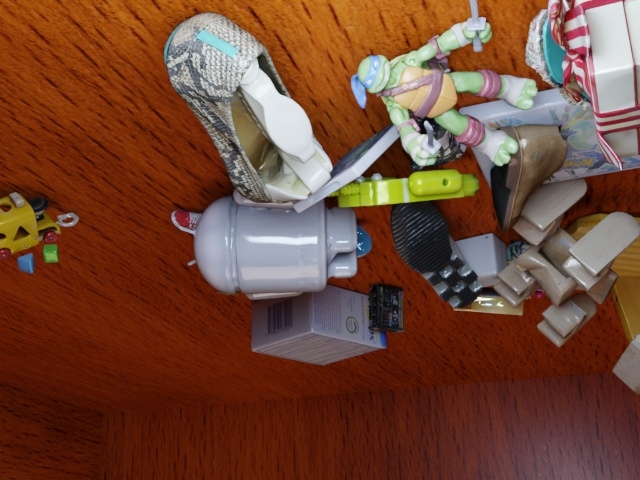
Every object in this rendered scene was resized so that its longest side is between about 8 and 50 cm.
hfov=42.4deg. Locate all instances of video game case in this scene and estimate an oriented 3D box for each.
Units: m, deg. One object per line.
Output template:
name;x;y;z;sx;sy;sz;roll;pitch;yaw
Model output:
video game case;0.435;-0.180;1.444;0.329;0.036;0.300;-9;157;20
video game case;0.056;-0.131;1.395;0.022;0.190;0.173;52;140;-9

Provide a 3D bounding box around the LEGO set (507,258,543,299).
LEGO set;0.413;0.098;2.011;0.287;0.107;0.132;3;148;10

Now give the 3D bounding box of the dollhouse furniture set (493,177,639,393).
dollhouse furniture set;0.597;0.068;1.687;0.256;0.394;0.362;-37;154;-16

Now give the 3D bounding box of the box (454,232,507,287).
box;0.377;0.050;1.932;0.102;0.101;0.087;-13;155;28

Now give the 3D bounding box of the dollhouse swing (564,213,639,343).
dollhouse swing;0.726;0.114;1.900;0.305;0.315;0.347;-8;160;-12

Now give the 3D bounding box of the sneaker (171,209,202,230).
sneaker;-0.257;-0.043;1.747;0.067;0.042;0.118;-10;165;31

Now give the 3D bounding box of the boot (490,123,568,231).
boot;0.363;-0.105;1.455;0.115;0.112;0.305;-13;155;-1

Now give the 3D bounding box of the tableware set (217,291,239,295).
tableware set;-0.193;0.116;2.184;0.104;0.024;0.154;13;153;-40

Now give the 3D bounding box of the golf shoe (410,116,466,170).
golf shoe;0.207;-0.178;1.401;0.094;0.077;0.198;-3;169;-4

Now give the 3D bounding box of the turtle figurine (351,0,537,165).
turtle figurine;0.202;-0.200;1.169;0.266;0.198;0.274;12;159;-32

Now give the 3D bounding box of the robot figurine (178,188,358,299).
robot figurine;-0.102;0.006;1.667;0.353;0.200;0.300;-2;129;1

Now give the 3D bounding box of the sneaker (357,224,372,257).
sneaker;0.000;0.000;1.829;0.228;0.087;0.092;5;166;4

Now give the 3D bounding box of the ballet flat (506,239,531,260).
ballet flat;0.528;0.060;1.945;0.188;0.070;0.070;29;154;-3

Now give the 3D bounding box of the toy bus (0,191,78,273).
toy bus;-0.604;-0.042;1.643;0.191;0.202;0.104;6;128;0

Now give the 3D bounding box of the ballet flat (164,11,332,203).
ballet flat;-0.077;-0.156;1.272;0.182;0.164;0.483;30;168;25

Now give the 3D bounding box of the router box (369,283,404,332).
router box;0.179;0.184;2.233;0.092;0.122;0.038;12;159;-28

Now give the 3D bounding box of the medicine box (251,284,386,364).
medicine box;-0.005;0.239;2.327;0.289;0.149;0.263;17;152;-39

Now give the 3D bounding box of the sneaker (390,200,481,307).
sneaker;0.228;0.004;1.797;0.122;0.146;0.330;-32;128;5

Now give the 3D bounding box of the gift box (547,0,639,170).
gift box;0.413;-0.243;0.983;0.258;0.276;0.255;-8;152;20

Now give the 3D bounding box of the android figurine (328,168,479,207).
android figurine;0.143;-0.094;1.504;0.272;0.056;0.248;-4;-177;-24

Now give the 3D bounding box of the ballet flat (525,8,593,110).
ballet flat;0.344;-0.256;1.201;0.077;0.091;0.241;20;173;44

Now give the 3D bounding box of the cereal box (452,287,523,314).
cereal box;0.429;0.152;2.127;0.173;0.047;0.240;3;-177;11
